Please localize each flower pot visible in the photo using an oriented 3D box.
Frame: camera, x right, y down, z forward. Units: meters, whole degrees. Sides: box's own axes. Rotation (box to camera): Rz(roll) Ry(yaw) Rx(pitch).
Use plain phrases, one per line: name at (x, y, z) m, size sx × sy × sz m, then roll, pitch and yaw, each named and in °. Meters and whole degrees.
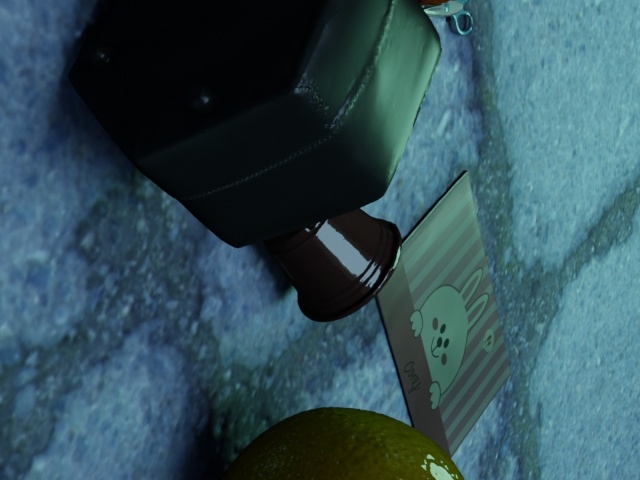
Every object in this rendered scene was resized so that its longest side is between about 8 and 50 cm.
flower pot at (0.000, 0.000, 0.983) m, size 0.089 × 0.111 × 0.111 m, roll 45°, pitch 61°, yaw -32°

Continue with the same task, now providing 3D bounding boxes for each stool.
stool at (-0.045, -0.121, 0.782) m, size 0.141 × 0.232 × 0.232 m, roll 41°, pitch 66°, yaw -48°

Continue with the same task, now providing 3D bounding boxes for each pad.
pad at (0.141, 0.099, 1.269) m, size 0.202 × 0.005 × 0.299 m, roll -46°, pitch 133°, yaw -38°

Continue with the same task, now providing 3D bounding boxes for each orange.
orange at (0.017, 0.243, 0.939) m, size 0.236 × 0.236 × 0.236 m, roll -18°, pitch 113°, yaw -51°

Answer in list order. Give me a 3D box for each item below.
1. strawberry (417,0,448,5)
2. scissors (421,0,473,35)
strawberry at (0.075, -0.297, 1.028) m, size 0.188 × 0.082 × 0.121 m, roll 68°, pitch 26°, yaw -25°
scissors at (0.123, -0.231, 1.152) m, size 0.119 × 0.014 × 0.058 m, roll -17°, pitch 108°, yaw -54°
